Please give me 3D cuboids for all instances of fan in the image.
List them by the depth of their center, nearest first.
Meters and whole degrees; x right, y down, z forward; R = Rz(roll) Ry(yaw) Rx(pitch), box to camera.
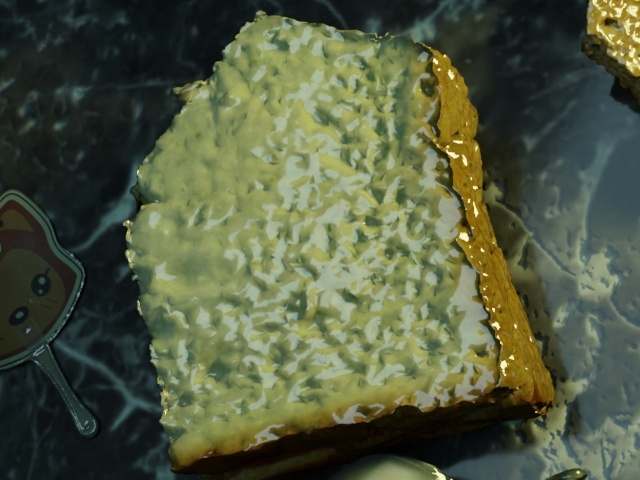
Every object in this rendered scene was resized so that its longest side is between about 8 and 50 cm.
[{"bbox_3d":[-0.232,0.066,1.504,0.132,0.009,0.220,-38,68,8],"label":"fan"}]

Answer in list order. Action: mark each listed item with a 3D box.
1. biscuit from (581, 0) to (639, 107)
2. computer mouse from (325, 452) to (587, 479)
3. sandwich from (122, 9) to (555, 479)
[{"bbox_3d":[0.250,-0.162,1.357,0.131,0.026,0.237,7,81,-4],"label":"biscuit"},{"bbox_3d":[0.020,0.249,1.328,0.379,0.090,0.167,-30,86,10],"label":"computer mouse"},{"bbox_3d":[0.000,0.000,1.375,0.262,0.131,0.325,-17,75,16],"label":"sandwich"}]
